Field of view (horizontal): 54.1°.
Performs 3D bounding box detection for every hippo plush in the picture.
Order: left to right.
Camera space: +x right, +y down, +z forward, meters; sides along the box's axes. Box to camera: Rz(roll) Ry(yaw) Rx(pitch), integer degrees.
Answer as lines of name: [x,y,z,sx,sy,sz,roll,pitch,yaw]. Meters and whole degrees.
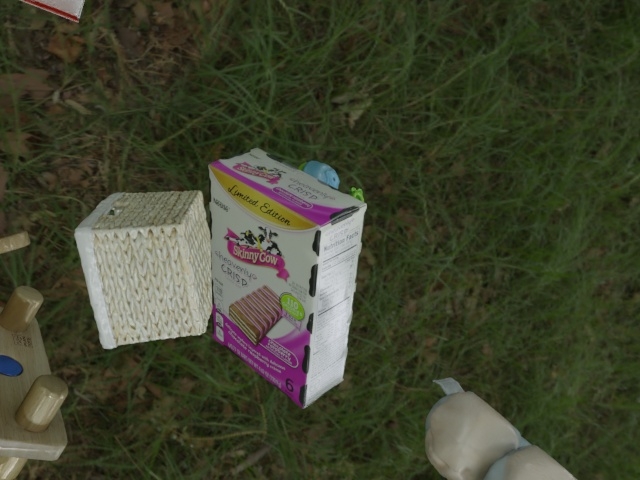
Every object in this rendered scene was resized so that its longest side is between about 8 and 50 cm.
hippo plush: [0.119,0.277,0.550,0.237,0.294,0.234,-49,120,-2]

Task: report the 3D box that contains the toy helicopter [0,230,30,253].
toy helicopter: [-0.841,0.033,1.460,0.235,0.354,0.140,-34,110,-70]

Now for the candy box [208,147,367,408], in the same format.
candy box: [-0.043,0.041,0.666,0.071,0.159,0.234,-26,134,-40]

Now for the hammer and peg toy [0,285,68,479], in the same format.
hammer and peg toy: [-0.437,0.104,0.722,0.265,0.361,0.127,25,103,-40]

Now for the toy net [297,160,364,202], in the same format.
toy net: [0.000,0.000,0.873,0.122,0.045,0.232,43,49,-39]

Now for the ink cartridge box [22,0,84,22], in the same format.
ink cartridge box: [-0.633,-0.539,1.298,0.275,0.239,0.060,16,104,-27]

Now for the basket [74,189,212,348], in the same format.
basket: [-0.434,0.055,1.638,0.266,0.328,0.332,-7,110,1]
